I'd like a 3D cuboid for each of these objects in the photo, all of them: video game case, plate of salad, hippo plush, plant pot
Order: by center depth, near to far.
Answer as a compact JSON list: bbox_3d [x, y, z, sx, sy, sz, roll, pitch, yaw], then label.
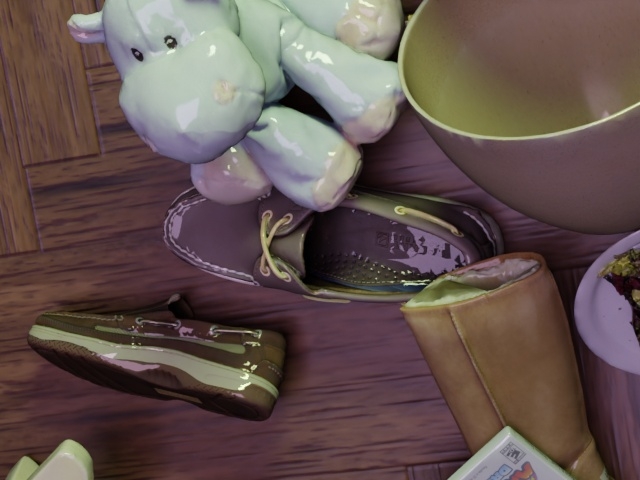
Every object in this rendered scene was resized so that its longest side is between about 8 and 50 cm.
[{"bbox_3d":[0.229,-0.117,1.655,0.284,0.284,0.191,-12,132,18],"label":"plant pot"},{"bbox_3d":[-0.065,-0.172,1.688,0.234,0.236,0.294,-18,78,19],"label":"hippo plush"},{"bbox_3d":[0.318,0.058,1.699,0.200,0.048,0.200,-1,134,-1],"label":"plate of salad"},{"bbox_3d":[0.161,0.256,1.746,0.143,0.019,0.157,39,108,-19],"label":"video game case"}]

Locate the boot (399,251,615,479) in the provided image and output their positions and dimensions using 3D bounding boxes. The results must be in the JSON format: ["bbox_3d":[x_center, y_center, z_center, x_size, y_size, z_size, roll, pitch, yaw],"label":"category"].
[{"bbox_3d":[0.128,0.159,1.756,0.236,0.089,0.269,-20,116,7],"label":"boot"}]

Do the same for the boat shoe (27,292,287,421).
[{"bbox_3d":[-0.150,0.097,1.885,0.257,0.095,0.095,14,69,16],"label":"boat shoe"}]

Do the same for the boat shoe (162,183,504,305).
[{"bbox_3d":[0.000,0.000,1.806,0.324,0.097,0.116,7,100,15],"label":"boat shoe"}]

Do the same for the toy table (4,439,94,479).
[{"bbox_3d":[-0.254,0.315,1.877,0.161,0.252,0.274,41,100,-11],"label":"toy table"}]

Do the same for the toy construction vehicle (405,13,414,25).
[{"bbox_3d":[0.044,-0.164,1.798,0.098,0.035,0.086,-2,99,17],"label":"toy construction vehicle"}]

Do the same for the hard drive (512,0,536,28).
[{"bbox_3d":[0.148,-0.258,1.758,0.094,0.022,0.135,6,100,16],"label":"hard drive"}]
